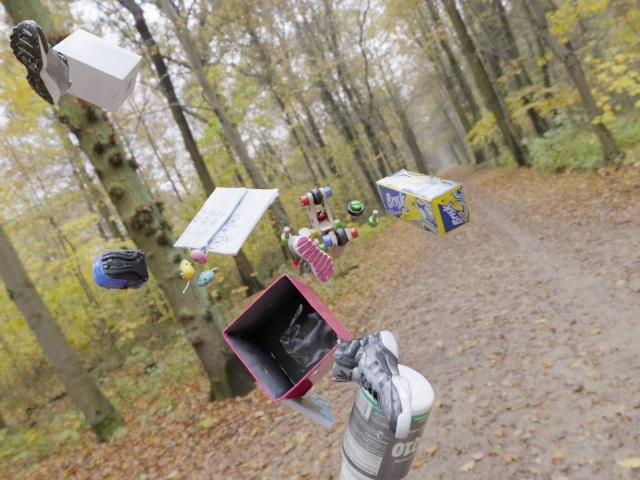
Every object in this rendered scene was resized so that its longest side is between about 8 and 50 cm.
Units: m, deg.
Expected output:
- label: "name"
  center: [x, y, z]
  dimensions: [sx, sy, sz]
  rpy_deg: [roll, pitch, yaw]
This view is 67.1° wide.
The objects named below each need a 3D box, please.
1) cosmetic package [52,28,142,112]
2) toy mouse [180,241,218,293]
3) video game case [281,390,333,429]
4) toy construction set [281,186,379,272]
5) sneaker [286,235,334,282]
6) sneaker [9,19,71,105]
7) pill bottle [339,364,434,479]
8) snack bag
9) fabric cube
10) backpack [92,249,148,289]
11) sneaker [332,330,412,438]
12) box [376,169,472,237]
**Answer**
- label: "cosmetic package"
  center: [-0.762, -0.580, 1.644]
  dimensions: [0.224, 0.224, 0.138]
  rpy_deg: [-91, 26, -51]
- label: "toy mouse"
  center: [-0.359, 0.081, 1.466]
  dimensions: [0.031, 0.161, 0.143]
  rpy_deg: [-25, -21, 35]
- label: "video game case"
  center: [-0.056, 0.497, 1.512]
  dimensions: [0.023, 0.212, 0.193]
  rpy_deg: [-61, -2, 0]
- label: "toy construction set"
  center: [0.000, 0.000, 1.640]
  dimensions: [0.309, 0.257, 0.237]
  rpy_deg: [-41, -26, -31]
- label: "sneaker"
  center: [-0.028, 0.043, 1.231]
  dimensions: [0.074, 0.170, 0.063]
  rpy_deg: [19, 67, 49]
- label: "sneaker"
  center: [-0.737, -0.485, 1.290]
  dimensions: [0.108, 0.100, 0.271]
  rpy_deg: [-55, 1, -26]
- label: "pill bottle"
  center: [0.174, 0.546, 1.357]
  dimensions: [0.204, 0.361, 0.204]
  rpy_deg: [11, 21, -4]
- label: "snack bag"
  center: [-0.349, -0.079, 1.785]
  dimensions: [0.342, 0.037, 0.323]
  rpy_deg: [7, 54, 38]
- label: "fabric cube"
  center: [-0.076, 0.290, 1.422]
  dimensions: [0.254, 0.259, 0.258]
  rpy_deg: [-43, -21, 1]
- label: "backpack"
  center: [-0.520, 0.082, 1.239]
  dimensions: [0.101, 0.098, 0.120]
  rpy_deg: [-38, -28, 29]
- label: "sneaker"
  center: [0.103, 0.308, 1.044]
  dimensions: [0.153, 0.101, 0.269]
  rpy_deg: [-1, 34, -4]
- label: "box"
  center: [0.146, -0.059, 0.710]
  dimensions: [0.054, 0.059, 0.169]
  rpy_deg: [-25, 21, -10]
